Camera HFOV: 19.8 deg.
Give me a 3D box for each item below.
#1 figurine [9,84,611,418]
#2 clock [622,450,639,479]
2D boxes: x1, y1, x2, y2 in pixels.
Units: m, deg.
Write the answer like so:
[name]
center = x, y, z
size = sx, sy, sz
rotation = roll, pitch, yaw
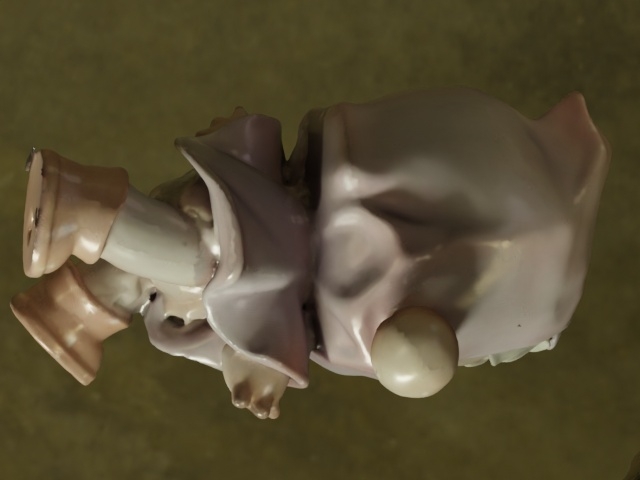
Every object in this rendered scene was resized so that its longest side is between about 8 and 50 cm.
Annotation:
[figurine]
center = 0.001, 0.000, 0.819
size = 0.276, 0.200, 0.133
rotation = -5, 110, -17
[clock]
center = 0.176, 0.130, 0.567
size = 0.195, 0.194, 0.100
rotation = 51, 127, 2
